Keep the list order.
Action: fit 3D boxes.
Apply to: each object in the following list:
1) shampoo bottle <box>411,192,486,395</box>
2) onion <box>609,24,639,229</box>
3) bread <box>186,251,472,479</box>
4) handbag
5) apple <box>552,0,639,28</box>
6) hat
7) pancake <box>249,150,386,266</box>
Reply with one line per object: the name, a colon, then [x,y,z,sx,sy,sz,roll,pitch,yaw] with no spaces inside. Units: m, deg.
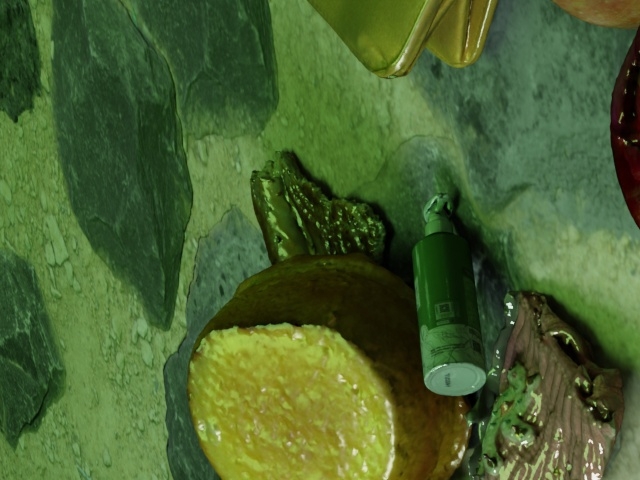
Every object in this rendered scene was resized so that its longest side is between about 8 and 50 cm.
shampoo bottle: [0.123,0.050,1.893,0.065,0.065,0.204,111,161,-51]
onion: [0.325,-0.076,1.256,0.276,0.276,0.276,40,138,50]
bread: [0.003,0.165,2.037,0.312,0.172,0.312,14,117,29]
handbag: [0.049,-0.364,1.807,0.401,0.133,0.283,54,142,37]
apple: [0.231,-0.254,1.418,0.174,0.188,0.188,-42,65,49]
hat: [0.198,0.209,1.823,0.236,0.107,0.286,-114,27,-57]
pancake: [0.000,0.000,2.173,0.244,0.057,0.266,-41,66,62]
